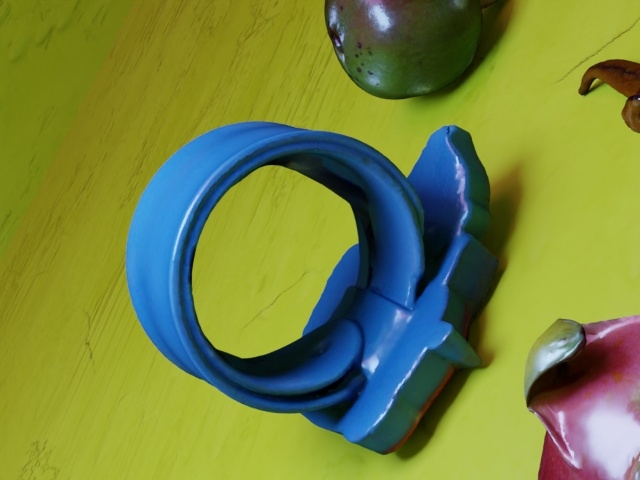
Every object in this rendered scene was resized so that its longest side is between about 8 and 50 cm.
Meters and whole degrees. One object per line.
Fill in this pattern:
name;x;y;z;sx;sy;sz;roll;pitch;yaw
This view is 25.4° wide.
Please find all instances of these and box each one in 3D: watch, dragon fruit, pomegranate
watch;0.000;0.000;1.205;0.305;0.274;0.241;-62;24;-7
dragon fruit;0.207;0.126;0.702;0.224;0.227;0.224;-7;73;24
pomegranate;0.108;-0.242;1.508;0.210;0.180;0.180;-21;16;-19

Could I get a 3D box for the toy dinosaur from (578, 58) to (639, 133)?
toy dinosaur;0.296;-0.129;1.054;0.432;0.097;0.208;-15;30;51
